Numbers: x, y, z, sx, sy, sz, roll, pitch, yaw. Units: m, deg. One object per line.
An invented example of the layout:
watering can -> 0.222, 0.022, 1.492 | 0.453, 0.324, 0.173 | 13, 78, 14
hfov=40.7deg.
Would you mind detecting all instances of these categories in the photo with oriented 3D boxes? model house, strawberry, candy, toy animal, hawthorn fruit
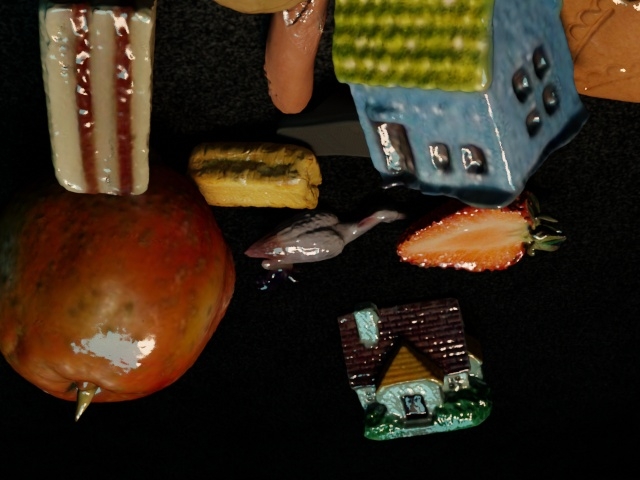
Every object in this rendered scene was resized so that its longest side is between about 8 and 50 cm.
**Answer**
model house -> 0.162, -0.228, 1.045 | 0.237, 0.215, 0.303 | 15, 138, 43
model house -> 0.193, 0.235, 1.788 | 0.281, 0.230, 0.248 | -11, 119, 10
strawberry -> 0.273, -0.030, 1.488 | 0.286, 0.106, 0.188 | -5, 142, 16
candy -> -0.282, -0.220, 1.120 | 0.135, 0.179, 0.320 | 4, 140, -11
toy animal -> 0.001, -0.008, 1.519 | 0.324, 0.090, 0.195 | -26, 162, 23
hawthorn fruit -> -0.332, 0.084, 1.338 | 0.403, 0.402, 0.402 | -1, 144, -1

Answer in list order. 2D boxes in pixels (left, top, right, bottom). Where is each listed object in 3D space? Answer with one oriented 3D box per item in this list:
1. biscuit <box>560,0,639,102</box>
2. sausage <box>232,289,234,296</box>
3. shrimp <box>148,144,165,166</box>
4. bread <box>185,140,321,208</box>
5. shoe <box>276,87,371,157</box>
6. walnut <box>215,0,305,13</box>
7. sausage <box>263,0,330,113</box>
biscuit -> 0.325, -0.264, 1.088 | 0.306, 0.043, 0.284 | 33, 156, -16
sausage -> -0.292, 0.086, 1.610 | 0.253, 0.123, 0.123 | -18, 141, 21
shrimp -> -0.340, -0.141, 1.372 | 0.148, 0.035, 0.195 | -9, 145, 14
bread -> -0.104, -0.103, 1.359 | 0.211, 0.083, 0.114 | 5, 152, 15
shoe -> 0.044, -0.184, 1.285 | 0.241, 0.093, 0.108 | 3, 155, 38
walnut -> -0.064, -0.360, 0.926 | 0.228, 0.228, 0.228 | -1, 144, -1
sausage -> -0.023, -0.291, 1.129 | 0.087, 0.079, 0.326 | -21, 154, -26
